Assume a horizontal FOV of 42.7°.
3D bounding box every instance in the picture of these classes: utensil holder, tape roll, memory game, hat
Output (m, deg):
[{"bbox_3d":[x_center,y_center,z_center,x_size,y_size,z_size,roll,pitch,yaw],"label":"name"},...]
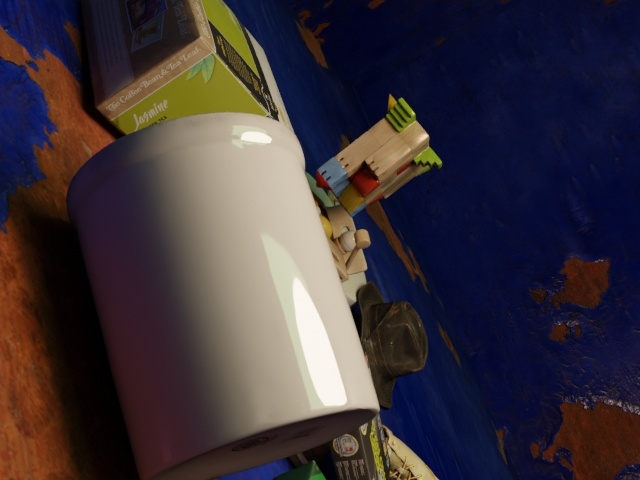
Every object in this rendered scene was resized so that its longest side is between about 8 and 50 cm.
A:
[{"bbox_3d":[-0.128,0.085,1.055,0.327,0.328,0.385,31,38,-64],"label":"utensil holder"},{"bbox_3d":[0.000,0.000,2.104,0.392,0.072,0.392,56,16,-25],"label":"tape roll"},{"bbox_3d":[0.067,-0.076,2.571,0.186,0.012,0.186,55,17,-27],"label":"memory game"},{"bbox_3d":[0.200,0.256,2.087,0.331,0.134,0.331,-10,90,-72],"label":"hat"}]

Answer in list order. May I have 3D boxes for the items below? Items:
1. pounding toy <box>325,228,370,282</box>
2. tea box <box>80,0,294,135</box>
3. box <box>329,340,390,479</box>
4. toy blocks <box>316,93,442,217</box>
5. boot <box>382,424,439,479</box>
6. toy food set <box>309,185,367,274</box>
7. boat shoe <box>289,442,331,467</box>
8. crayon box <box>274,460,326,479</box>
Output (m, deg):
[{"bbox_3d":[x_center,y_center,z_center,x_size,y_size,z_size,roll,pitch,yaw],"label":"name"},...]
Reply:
[{"bbox_3d":[0.021,0.053,1.818,0.181,0.206,0.094,48,21,-45],"label":"pounding toy"},{"bbox_3d":[-0.238,-0.302,1.490,0.323,0.220,0.329,47,18,-47],"label":"tea box"},{"bbox_3d":[0.067,0.347,1.456,0.216,0.060,0.270,-65,144,-71],"label":"box"},{"bbox_3d":[0.125,-0.167,1.929,0.190,0.261,0.381,52,2,11],"label":"toy blocks"},{"bbox_3d":[0.181,0.495,1.724,0.203,0.095,0.262,49,-1,-40],"label":"boot"},{"bbox_3d":[0.005,-0.073,1.931,0.306,0.092,0.219,44,24,-49],"label":"toy food set"},{"bbox_3d":[-0.009,0.303,1.506,0.095,0.095,0.257,53,18,-34],"label":"boat shoe"},{"bbox_3d":[-0.014,0.497,1.191,0.202,0.081,0.318,60,16,-12],"label":"crayon box"}]
